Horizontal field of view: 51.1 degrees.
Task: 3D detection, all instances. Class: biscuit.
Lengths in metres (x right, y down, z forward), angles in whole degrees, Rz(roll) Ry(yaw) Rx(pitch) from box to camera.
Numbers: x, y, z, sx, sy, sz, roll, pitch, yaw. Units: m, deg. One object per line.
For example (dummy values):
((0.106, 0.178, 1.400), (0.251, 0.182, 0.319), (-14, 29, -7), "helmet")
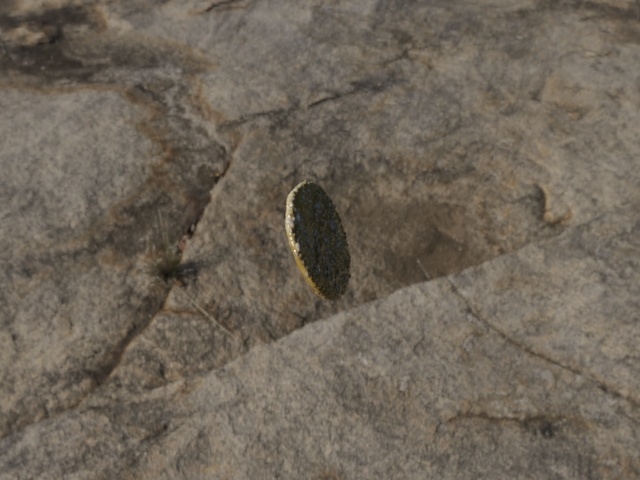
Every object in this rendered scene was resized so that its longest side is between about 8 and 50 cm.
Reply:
((-0.001, 0.000, 1.182), (0.033, 0.220, 0.220), (-16, 36, 25), "biscuit")
